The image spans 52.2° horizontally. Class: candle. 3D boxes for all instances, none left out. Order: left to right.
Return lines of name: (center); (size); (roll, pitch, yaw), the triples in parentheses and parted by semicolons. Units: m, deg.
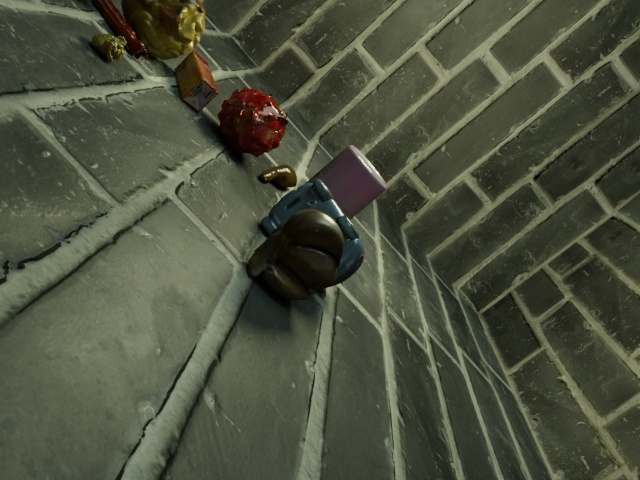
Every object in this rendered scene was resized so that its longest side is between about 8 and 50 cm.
candle: (-0.590, -0.637, 1.875); (0.329, 0.048, 0.051); (53, -28, 16)

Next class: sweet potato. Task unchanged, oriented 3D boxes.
sweet potato: (-0.130, -0.214, 2.147); (0.075, 0.075, 0.269); (53, 17, 13)

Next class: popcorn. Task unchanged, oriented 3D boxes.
popcorn: (-0.517, -0.490, 1.628); (0.084, 0.084, 0.084); (46, 13, -14)
popcorn: (-0.492, -0.683, 1.994); (0.265, 0.225, 0.332); (57, -12, -22)

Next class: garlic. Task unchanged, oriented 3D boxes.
garlic: (-0.046, 0.021, 1.471); (0.191, 0.214, 0.160); (29, 12, -31)

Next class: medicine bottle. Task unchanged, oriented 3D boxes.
medicine bottle: (0.042, -0.136, 2.004); (0.178, 0.291, 0.178); (46, 14, -15)

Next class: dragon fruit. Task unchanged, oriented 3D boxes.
dragon fruit: (-0.221, -0.377, 2.035); (0.205, 0.210, 0.268); (3, 44, -33)

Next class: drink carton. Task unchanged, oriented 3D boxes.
drink carton: (-0.388, -0.497, 2.030); (0.071, 0.096, 0.223); (39, 17, -38)

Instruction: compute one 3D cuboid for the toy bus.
toy bus: (0.000, 0.000, 1.744); (0.294, 0.197, 0.232); (55, 4, 30)
